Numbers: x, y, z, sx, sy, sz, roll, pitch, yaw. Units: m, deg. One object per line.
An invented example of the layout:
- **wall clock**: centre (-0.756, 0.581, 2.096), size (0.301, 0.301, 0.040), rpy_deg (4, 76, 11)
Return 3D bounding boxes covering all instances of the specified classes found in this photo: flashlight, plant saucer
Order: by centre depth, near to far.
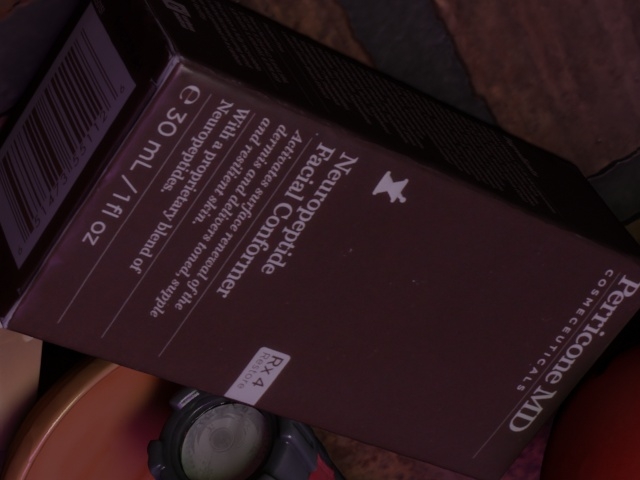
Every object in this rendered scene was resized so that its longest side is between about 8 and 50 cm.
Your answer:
- **plant saucer**: centre (-0.133, 0.137, 1.094), size (0.200, 0.037, 0.200), rpy_deg (-35, 145, -30)
- **flashlight**: centre (-0.017, 0.198, 1.164), size (0.103, 0.103, 0.304), rpy_deg (10, 152, 24)

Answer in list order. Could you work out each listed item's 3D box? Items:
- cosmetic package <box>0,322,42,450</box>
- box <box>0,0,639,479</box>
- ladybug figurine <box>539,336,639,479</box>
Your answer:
- **cosmetic package**: centre (-0.197, 0.068, 1.043), size (0.041, 0.060, 0.115), rpy_deg (-4, 128, -21)
- **box**: centre (0.000, 0.000, 1.027), size (0.381, 0.143, 0.191), rpy_deg (20, 115, -35)
- **ladybug figurine**: centre (0.308, 0.116, 1.157), size (0.449, 0.162, 0.305), rpy_deg (-17, 173, -45)
